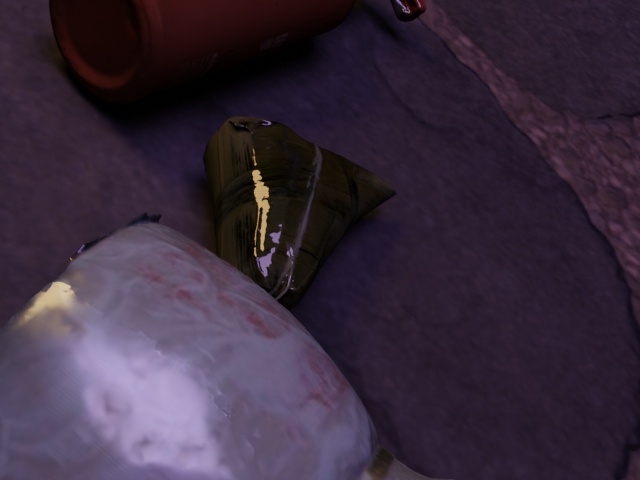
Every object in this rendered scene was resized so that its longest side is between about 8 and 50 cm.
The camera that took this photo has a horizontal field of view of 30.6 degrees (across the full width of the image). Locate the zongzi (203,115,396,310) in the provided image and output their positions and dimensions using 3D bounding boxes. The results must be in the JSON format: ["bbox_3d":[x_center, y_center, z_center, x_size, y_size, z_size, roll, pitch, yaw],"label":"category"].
[{"bbox_3d":[0.000,0.000,0.558,0.113,0.052,0.104,20,49,-34],"label":"zongzi"}]

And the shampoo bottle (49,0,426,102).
[{"bbox_3d":[-0.032,-0.141,0.641,0.085,0.085,0.244,48,42,16],"label":"shampoo bottle"}]

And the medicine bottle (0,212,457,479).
[{"bbox_3d":[-0.046,0.089,0.365,0.143,0.147,0.147,42,42,5],"label":"medicine bottle"}]
